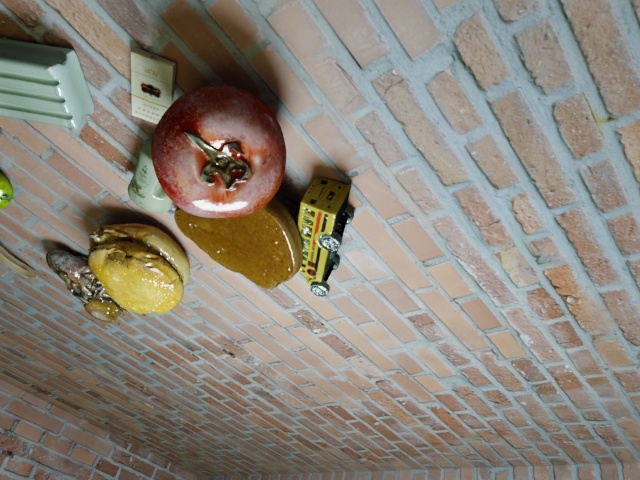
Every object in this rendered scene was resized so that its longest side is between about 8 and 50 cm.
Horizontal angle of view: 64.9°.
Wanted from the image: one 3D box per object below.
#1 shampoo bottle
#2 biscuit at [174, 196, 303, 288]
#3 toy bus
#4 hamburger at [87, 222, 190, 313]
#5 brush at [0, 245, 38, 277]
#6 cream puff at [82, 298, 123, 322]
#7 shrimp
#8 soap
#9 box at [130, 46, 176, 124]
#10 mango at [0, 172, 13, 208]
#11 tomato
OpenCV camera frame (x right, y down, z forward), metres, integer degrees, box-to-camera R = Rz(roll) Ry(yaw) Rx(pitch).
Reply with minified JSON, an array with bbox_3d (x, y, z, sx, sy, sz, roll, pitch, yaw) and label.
[{"bbox_3d":[-0.391,-0.170,1.222,0.118,0.087,0.234,29,138,-12],"label":"shampoo bottle"},{"bbox_3d":[-0.218,-0.033,1.286,0.380,0.074,0.359,16,134,28],"label":"biscuit"},{"bbox_3d":[0.000,0.000,1.277,0.122,0.121,0.336,20,141,7],"label":"toy bus"},{"bbox_3d":[-0.540,0.075,1.489,0.289,0.170,0.314,-1,137,13],"label":"hamburger"},{"bbox_3d":[-1.075,0.029,1.697,0.069,0.065,0.328,-5,146,13],"label":"brush"},{"bbox_3d":[-0.762,0.223,1.782,0.126,0.103,0.144,-2,137,25],"label":"cream puff"},{"bbox_3d":[-0.748,0.139,1.666,0.343,0.117,0.145,38,137,-17],"label":"shrimp"},{"bbox_3d":[-0.655,-0.348,1.095,0.265,0.088,0.160,10,140,6],"label":"soap"},{"bbox_3d":[-0.360,-0.324,1.082,0.089,0.024,0.167,19,141,-5],"label":"box"},{"bbox_3d":[-0.940,-0.146,1.415,0.178,0.100,0.119,6,104,23],"label":"mango"},{"bbox_3d":[-0.205,-0.183,1.032,0.269,0.227,0.271,-5,113,-11],"label":"tomato"}]
